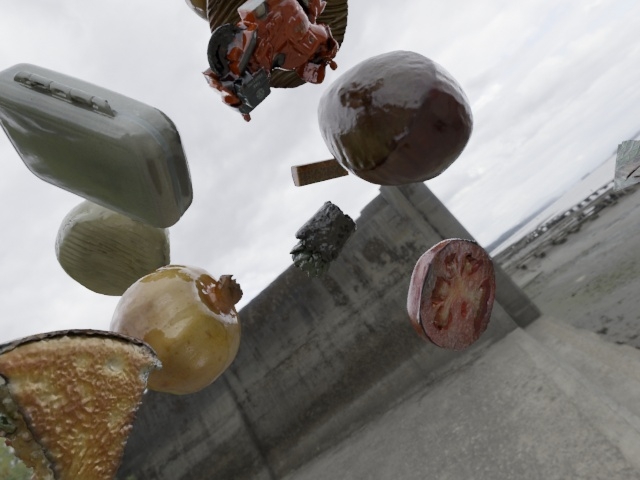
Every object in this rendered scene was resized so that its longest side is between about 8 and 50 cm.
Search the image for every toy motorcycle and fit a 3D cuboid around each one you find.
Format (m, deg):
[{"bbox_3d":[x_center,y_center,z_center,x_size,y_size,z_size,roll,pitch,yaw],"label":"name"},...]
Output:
[{"bbox_3d":[-0.086,-0.372,0.823,0.326,0.147,0.221,-49,-35,-18],"label":"toy motorcycle"}]

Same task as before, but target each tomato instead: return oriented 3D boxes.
[{"bbox_3d":[0.246,0.101,0.815,0.224,0.225,0.085,-30,22,-26],"label":"tomato"}]

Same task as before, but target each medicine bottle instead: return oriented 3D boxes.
[{"bbox_3d":[-0.428,-0.175,0.795,0.283,0.374,0.123,99,-165,-50],"label":"medicine bottle"}]

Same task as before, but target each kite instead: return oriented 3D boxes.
[{"bbox_3d":[0.657,-0.189,0.796,0.250,0.012,0.229,-52,9,7],"label":"kite"}]

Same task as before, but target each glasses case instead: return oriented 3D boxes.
[{"bbox_3d":[0.000,-0.252,1.500,0.218,0.075,0.049,-18,18,-30],"label":"glasses case"}]

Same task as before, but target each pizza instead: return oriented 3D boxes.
[{"bbox_3d":[-0.245,0.186,0.416,0.052,0.196,0.185,-28,-27,32],"label":"pizza"}]

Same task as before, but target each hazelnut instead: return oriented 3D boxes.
[{"bbox_3d":[0.208,-0.319,1.154,0.419,0.354,0.421,1,-12,0],"label":"hazelnut"}]

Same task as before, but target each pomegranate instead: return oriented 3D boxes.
[{"bbox_3d":[-0.227,0.140,0.669,0.207,0.207,0.207,-35,-16,-11],"label":"pomegranate"}]

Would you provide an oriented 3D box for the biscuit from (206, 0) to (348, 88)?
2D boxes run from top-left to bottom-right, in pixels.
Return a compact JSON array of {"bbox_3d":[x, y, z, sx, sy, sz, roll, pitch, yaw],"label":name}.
[{"bbox_3d":[-0.087,-0.492,0.911,0.317,0.040,0.318,-9,-49,-11],"label":"biscuit"}]

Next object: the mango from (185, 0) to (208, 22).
[{"bbox_3d":[-0.280,-0.734,1.148,0.201,0.153,0.287,-21,-21,-22],"label":"mango"}]

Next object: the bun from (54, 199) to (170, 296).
[{"bbox_3d":[-0.641,0.005,1.302,0.325,0.235,0.362,4,-54,-28],"label":"bun"}]

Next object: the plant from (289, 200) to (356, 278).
[{"bbox_3d":[0.000,0.000,1.080,0.195,0.129,0.132,-54,-2,1],"label":"plant"}]
